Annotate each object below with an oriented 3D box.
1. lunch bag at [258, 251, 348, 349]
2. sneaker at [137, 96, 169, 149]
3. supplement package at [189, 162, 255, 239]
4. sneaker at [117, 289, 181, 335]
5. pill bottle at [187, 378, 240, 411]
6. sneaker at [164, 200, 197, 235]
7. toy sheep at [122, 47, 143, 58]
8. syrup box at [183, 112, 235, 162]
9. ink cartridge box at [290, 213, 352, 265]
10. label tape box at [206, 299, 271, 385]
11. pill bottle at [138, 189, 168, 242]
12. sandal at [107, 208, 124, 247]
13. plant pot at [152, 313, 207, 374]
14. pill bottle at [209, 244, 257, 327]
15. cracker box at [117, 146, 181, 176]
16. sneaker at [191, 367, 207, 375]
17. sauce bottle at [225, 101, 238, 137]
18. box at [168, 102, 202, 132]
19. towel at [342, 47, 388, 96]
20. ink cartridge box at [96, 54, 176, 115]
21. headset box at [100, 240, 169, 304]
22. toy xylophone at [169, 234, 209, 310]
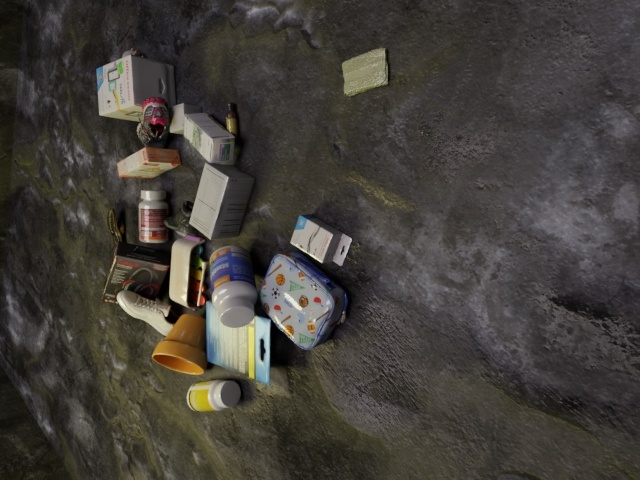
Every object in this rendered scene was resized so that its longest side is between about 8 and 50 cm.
[{"bbox_3d":[-0.055,0.187,1.373,0.303,0.115,0.243,37,113,29],"label":"lunch bag"},{"bbox_3d":[-0.674,-0.441,1.713,0.299,0.121,0.111,131,128,-60],"label":"sneaker"},{"bbox_3d":[-0.360,-0.143,1.553,0.139,0.134,0.243,33,113,30],"label":"supplement package"},{"bbox_3d":[-0.716,0.285,1.818,0.123,0.290,0.105,-37,29,20],"label":"sneaker"},{"bbox_3d":[-0.420,0.612,1.680,0.209,0.119,0.119,-19,83,37],"label":"pill bottle"},{"bbox_3d":[-0.560,-0.096,1.745,0.228,0.087,0.130,10,81,50],"label":"sneaker"},{"bbox_3d":[-0.826,-0.793,1.871,0.132,0.091,0.091,44,120,46],"label":"toy sheep"},{"bbox_3d":[-0.412,-0.381,1.564,0.237,0.097,0.093,42,133,35],"label":"syrup box"},{"bbox_3d":[0.000,0.000,1.344,0.180,0.060,0.104,31,111,31],"label":"ink cartridge box"},{"bbox_3d":[-0.271,0.355,1.552,0.334,0.106,0.240,7,100,36],"label":"label tape box"},{"bbox_3d":[-0.719,-0.105,1.833,0.121,0.121,0.220,9,100,36],"label":"pill bottle"},{"bbox_3d":[-0.990,-0.053,2.086,0.090,0.060,0.219,4,111,42],"label":"sandal"},{"bbox_3d":[-0.525,0.401,1.677,0.205,0.205,0.187,-16,45,37],"label":"plant pot"},{"bbox_3d":[-0.299,0.158,1.462,0.152,0.153,0.271,-52,36,28],"label":"pill bottle"},{"bbox_3d":[-0.724,-0.324,1.794,0.233,0.156,0.067,-13,86,37],"label":"cracker box"},{"bbox_3d":[-0.524,0.455,1.786,0.082,0.069,0.209,-22,72,6],"label":"sneaker"},{"bbox_3d":[-0.326,-0.440,1.559,0.042,0.042,0.127,-3,90,37],"label":"sauce bottle"},{"bbox_3d":[-0.533,-0.477,1.679,0.101,0.087,0.101,0,95,37],"label":"box"},{"bbox_3d":[0.127,-0.485,1.224,0.148,0.027,0.109,-4,91,37],"label":"towel"},{"bbox_3d":[-0.765,-0.623,1.770,0.270,0.197,0.197,1,96,36],"label":"ink cartridge box"},{"bbox_3d":[-0.799,0.144,1.845,0.293,0.218,0.110,-60,31,24],"label":"headset box"},{"bbox_3d":[-0.527,0.144,1.738,0.236,0.081,0.322,24,108,33],"label":"toy xylophone"}]
